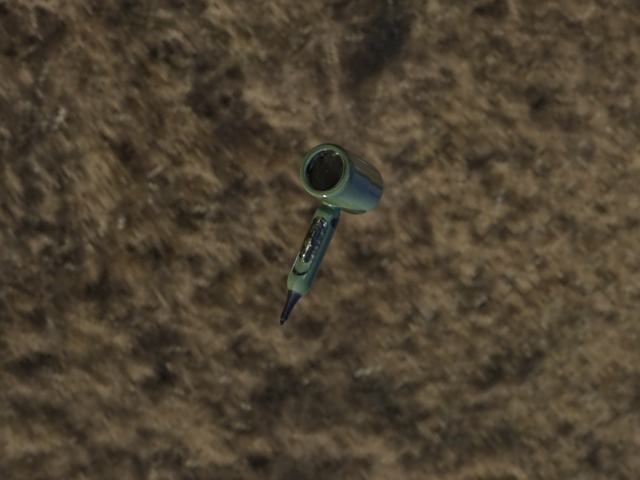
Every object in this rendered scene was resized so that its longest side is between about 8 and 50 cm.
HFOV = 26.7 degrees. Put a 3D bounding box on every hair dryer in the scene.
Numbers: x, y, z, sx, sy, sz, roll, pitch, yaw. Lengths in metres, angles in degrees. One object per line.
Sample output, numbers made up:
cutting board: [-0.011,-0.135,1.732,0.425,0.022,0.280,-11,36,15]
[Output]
hair dryer: [0.000,0.000,1.085,0.071,0.047,0.150,25,86,-60]
